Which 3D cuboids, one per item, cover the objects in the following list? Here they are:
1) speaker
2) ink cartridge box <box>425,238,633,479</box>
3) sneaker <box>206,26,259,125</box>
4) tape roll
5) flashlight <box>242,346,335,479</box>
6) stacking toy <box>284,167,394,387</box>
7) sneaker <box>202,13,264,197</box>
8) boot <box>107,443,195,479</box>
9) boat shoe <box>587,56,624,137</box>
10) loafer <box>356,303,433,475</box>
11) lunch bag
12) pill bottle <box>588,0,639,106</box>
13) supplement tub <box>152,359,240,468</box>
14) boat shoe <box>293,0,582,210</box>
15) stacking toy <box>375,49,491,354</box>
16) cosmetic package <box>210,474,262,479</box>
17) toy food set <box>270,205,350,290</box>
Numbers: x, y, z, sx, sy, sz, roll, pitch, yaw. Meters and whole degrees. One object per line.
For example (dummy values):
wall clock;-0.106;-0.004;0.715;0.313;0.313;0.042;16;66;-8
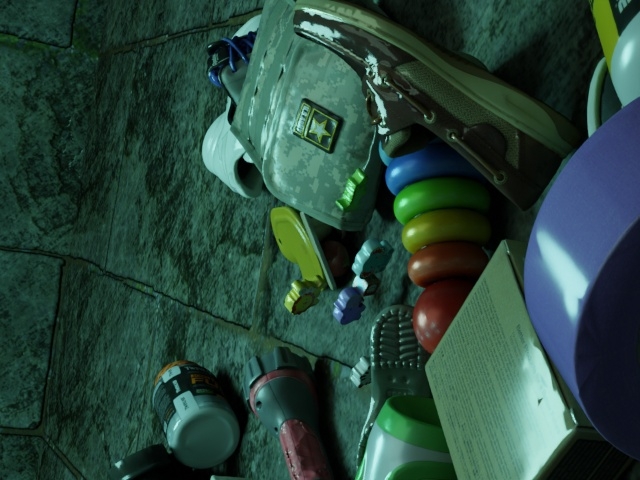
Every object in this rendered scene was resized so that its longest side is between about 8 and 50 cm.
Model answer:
speaker;0.089;0.321;1.448;0.131;0.131;0.297;-144;65;-66
ink cartridge box;0.197;0.150;1.296;0.235;0.088;0.193;-103;32;-44
sneaker;-0.064;-0.272;1.968;0.127;0.182;0.316;-113;38;-50
tape roll;0.277;0.020;0.895;0.090;0.274;0.275;-116;40;-54
flashlight;-0.029;0.272;1.791;0.304;0.103;0.103;-110;30;-52
stacking toy;0.048;0.049;1.670;0.167;0.052;0.221;47;128;34
sneaker;-0.091;-0.208;2.147;0.152;0.114;0.305;51;134;44
boot;-0.228;0.478;2.177;0.260;0.131;0.348;59;176;15
boat shoe;0.299;-0.032;1.097;0.091;0.114;0.303;-44;54;58
loafer;0.101;0.193;1.548;0.087;0.094;0.251;-16;-66;-67
lunch bag;0.011;-0.178;1.778;0.287;0.168;0.235;55;134;51
pill bottle;0.299;-0.197;1.036;0.188;0.187;0.334;125;146;-48
supplement tub;-0.206;0.275;2.206;0.190;0.117;0.117;-130;52;-61
boat shoe;0.095;-0.142;1.396;0.342;0.123;0.123;32;97;21
stacking toy;0.132;-0.033;1.482;0.141;0.141;0.330;141;129;-59
cosmetic package;-0.111;0.490;1.829;0.160;0.113;0.310;-151;73;-65
toy food set;0.000;0.000;1.875;0.128;0.071;0.218;67;166;-7
